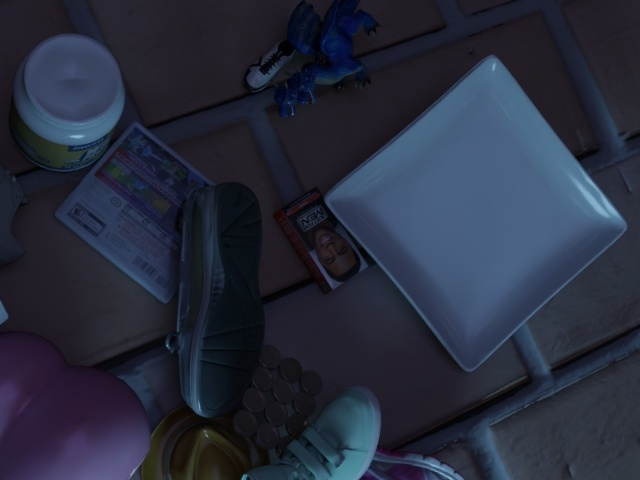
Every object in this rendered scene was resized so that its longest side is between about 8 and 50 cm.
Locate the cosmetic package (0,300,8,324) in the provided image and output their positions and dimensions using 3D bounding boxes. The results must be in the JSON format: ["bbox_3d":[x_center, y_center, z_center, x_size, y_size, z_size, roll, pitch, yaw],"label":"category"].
[{"bbox_3d":[-0.608,0.112,1.364,0.377,0.097,0.284,-40,55,-21],"label":"cosmetic package"}]

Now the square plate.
[{"bbox_3d":[0.235,-0.041,1.729,0.344,0.049,0.347,-41,98,-9],"label":"square plate"}]

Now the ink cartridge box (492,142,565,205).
[{"bbox_3d":[0.317,-0.120,1.808,0.088,0.052,0.122,30,70,-10],"label":"ink cartridge box"}]

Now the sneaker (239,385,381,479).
[{"bbox_3d":[-0.023,0.296,1.499,0.094,0.151,0.256,35,92,31],"label":"sneaker"}]

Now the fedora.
[{"bbox_3d":[-0.147,0.311,1.552,0.194,0.079,0.194,4,76,-17],"label":"fedora"}]

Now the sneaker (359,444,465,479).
[{"bbox_3d":[0.095,0.348,1.616,0.252,0.103,0.111,18,74,-4],"label":"sneaker"}]

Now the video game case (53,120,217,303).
[{"bbox_3d":[-0.242,-0.041,1.630,0.201,0.023,0.183,39,70,-5],"label":"video game case"}]

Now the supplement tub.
[{"bbox_3d":[-0.340,-0.183,1.535,0.144,0.199,0.144,4,77,-17],"label":"supplement tub"}]

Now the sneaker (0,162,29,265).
[{"bbox_3d":[-0.457,-0.085,1.544,0.121,0.099,0.263,-2,83,-30],"label":"sneaker"}]

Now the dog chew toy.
[{"bbox_3d":[-0.379,0.209,1.445,0.331,0.206,0.207,37,70,1],"label":"dog chew toy"}]

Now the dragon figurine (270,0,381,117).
[{"bbox_3d":[0.010,-0.311,1.704,0.144,0.085,0.289,20,77,-47],"label":"dragon figurine"}]

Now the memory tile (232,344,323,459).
[{"bbox_3d":[-0.058,0.228,1.607,0.113,0.012,0.148,32,51,-15],"label":"memory tile"}]

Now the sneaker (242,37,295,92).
[{"bbox_3d":[-0.076,-0.267,1.721,0.040,0.044,0.109,42,71,-7],"label":"sneaker"}]

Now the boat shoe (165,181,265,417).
[{"bbox_3d":[-0.150,0.081,1.579,0.118,0.103,0.321,6,83,-46],"label":"boat shoe"}]

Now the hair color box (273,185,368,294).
[{"bbox_3d":[0.000,0.000,1.686,0.072,0.043,0.141,-34,90,-22],"label":"hair color box"}]
